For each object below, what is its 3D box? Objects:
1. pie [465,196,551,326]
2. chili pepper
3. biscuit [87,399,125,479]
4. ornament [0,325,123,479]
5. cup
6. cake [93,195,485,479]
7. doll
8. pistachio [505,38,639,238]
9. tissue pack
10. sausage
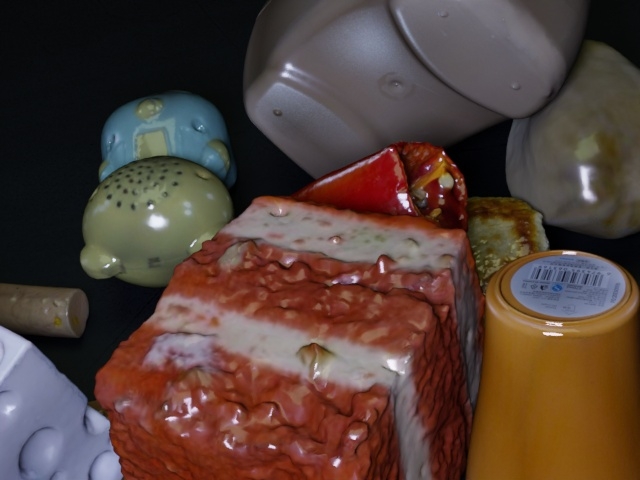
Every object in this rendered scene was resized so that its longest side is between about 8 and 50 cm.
[{"bbox_3d":[0.155,0.025,1.448,0.179,0.084,0.205,-38,34,-16],"label":"pie"},{"bbox_3d":[-0.002,0.003,1.452,0.338,0.134,0.131,-20,78,39],"label":"chili pepper"},{"bbox_3d":[-0.220,0.223,1.384,0.250,0.035,0.162,-20,42,-6],"label":"biscuit"},{"bbox_3d":[-0.369,0.202,1.264,0.240,0.239,0.239,23,67,32],"label":"ornament"},{"bbox_3d":[0.237,0.142,1.206,0.226,0.264,0.182,-21,35,-24],"label":"cup"},{"bbox_3d":[-0.007,0.140,1.250,0.269,0.270,0.319,12,48,25],"label":"cake"},{"bbox_3d":[-0.186,-0.054,1.568,0.177,0.161,0.260,-7,42,5],"label":"doll"},{"bbox_3d":[0.305,-0.108,1.506,0.197,0.166,0.288,-29,28,22],"label":"pistachio"},{"bbox_3d":[0.108,-0.252,1.543,0.387,0.267,0.277,-28,36,40],"label":"tissue pack"},{"bbox_3d":[-0.416,0.072,1.569,0.301,0.066,0.066,4,47,20],"label":"sausage"}]
